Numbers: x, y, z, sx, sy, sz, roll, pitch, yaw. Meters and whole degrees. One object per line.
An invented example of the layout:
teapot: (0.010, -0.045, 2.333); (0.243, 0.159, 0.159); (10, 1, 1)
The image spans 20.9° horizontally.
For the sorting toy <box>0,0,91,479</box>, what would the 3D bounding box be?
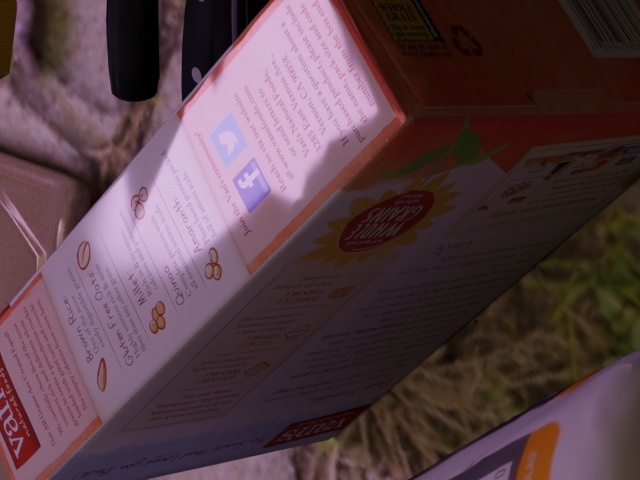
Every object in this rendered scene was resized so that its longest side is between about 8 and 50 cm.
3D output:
sorting toy: (-0.175, 0.006, 0.863); (0.229, 0.041, 0.307); (20, 108, 47)

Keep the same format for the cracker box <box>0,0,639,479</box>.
cracker box: (0.000, 0.000, 0.599); (0.232, 0.156, 0.067); (-45, 64, 37)

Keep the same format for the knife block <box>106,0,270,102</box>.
knife block: (-0.031, -0.156, 0.565); (0.088, 0.276, 0.242); (32, 86, 38)

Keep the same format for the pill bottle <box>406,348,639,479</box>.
pill bottle: (0.051, 0.157, 0.561); (0.278, 0.162, 0.162); (-38, 68, 41)
